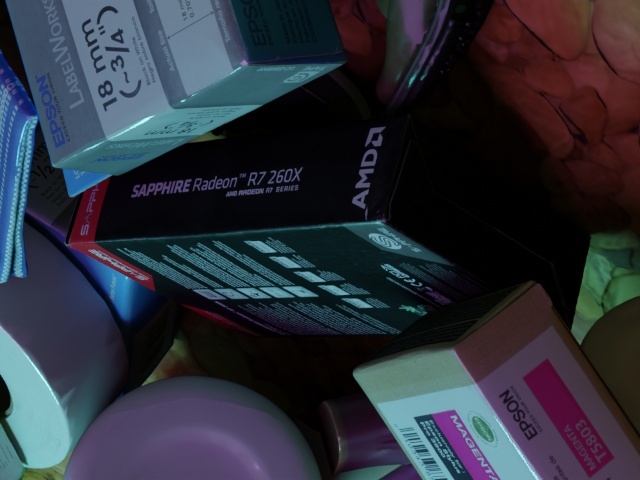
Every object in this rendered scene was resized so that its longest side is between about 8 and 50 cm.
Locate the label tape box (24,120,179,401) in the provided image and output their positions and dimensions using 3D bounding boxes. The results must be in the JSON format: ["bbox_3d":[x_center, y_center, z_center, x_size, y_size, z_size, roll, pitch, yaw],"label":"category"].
[{"bbox_3d":[-0.301,-0.018,1.772,0.348,0.115,0.249,33,146,14],"label":"label tape box"}]

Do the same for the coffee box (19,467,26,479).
[{"bbox_3d":[-0.565,0.256,2.131,0.338,0.334,0.337,37,146,4],"label":"coffee box"}]

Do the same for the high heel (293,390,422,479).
[{"bbox_3d":[0.078,0.193,1.688,0.377,0.181,0.127,121,136,-75],"label":"high heel"}]

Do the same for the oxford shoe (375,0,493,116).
[{"bbox_3d":[0.071,-0.184,1.265,0.096,0.083,0.227,31,133,16],"label":"oxford shoe"}]

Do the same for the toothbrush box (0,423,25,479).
[{"bbox_3d":[-0.452,0.158,1.736,0.283,0.122,0.206,17,140,34],"label":"toothbrush box"}]

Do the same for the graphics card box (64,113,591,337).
[{"bbox_3d":[0.000,0.000,1.446,0.371,0.094,0.233,-3,155,47],"label":"graphics card box"}]

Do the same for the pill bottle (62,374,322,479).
[{"bbox_3d":[-0.128,0.250,1.709,0.229,0.229,0.407,40,170,0],"label":"pill bottle"}]

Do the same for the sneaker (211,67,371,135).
[{"bbox_3d":[-0.075,-0.106,1.450,0.222,0.118,0.083,24,143,22],"label":"sneaker"}]

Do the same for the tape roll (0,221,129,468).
[{"bbox_3d":[-0.324,0.085,1.722,0.286,0.100,0.286,26,146,20],"label":"tape roll"}]

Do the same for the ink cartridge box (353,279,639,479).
[{"bbox_3d":[0.149,0.158,1.312,0.234,0.088,0.193,56,158,-3],"label":"ink cartridge box"}]

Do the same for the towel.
[{"bbox_3d":[-0.318,-0.157,1.563,0.336,0.040,0.243,59,153,27],"label":"towel"}]

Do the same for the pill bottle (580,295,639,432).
[{"bbox_3d":[0.289,0.187,1.403,0.161,0.161,0.283,17,140,30],"label":"pill bottle"}]

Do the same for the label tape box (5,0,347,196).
[{"bbox_3d":[-0.158,-0.183,1.325,0.334,0.106,0.240,-23,82,43],"label":"label tape box"}]
